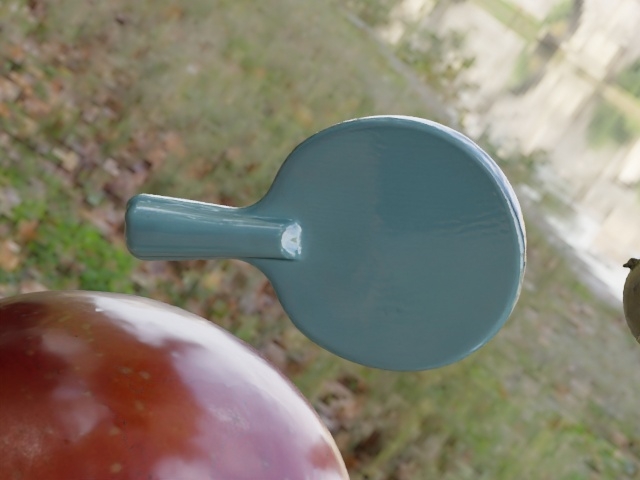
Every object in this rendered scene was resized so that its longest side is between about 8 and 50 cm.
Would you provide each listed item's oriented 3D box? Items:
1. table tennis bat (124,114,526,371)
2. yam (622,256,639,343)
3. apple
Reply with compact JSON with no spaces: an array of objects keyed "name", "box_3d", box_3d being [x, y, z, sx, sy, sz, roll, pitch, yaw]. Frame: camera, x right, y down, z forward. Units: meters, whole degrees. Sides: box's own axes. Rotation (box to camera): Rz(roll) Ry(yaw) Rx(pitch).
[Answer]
[{"name":"table tennis bat","box_3d":[0.000,0.000,0.948,0.237,0.149,0.038,3,16,14]},{"name":"yam","box_3d":[0.288,-0.016,0.914,0.083,0.083,0.371,33,-29,-8]},{"name":"apple","box_3d":[-0.080,0.100,0.576,0.181,0.181,0.168,27,21,-35]}]
